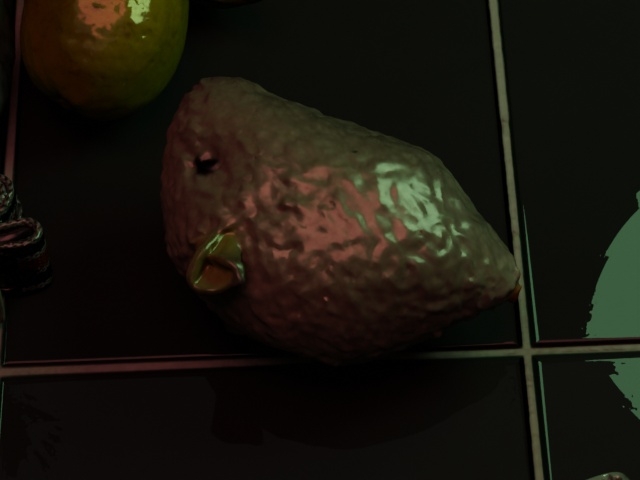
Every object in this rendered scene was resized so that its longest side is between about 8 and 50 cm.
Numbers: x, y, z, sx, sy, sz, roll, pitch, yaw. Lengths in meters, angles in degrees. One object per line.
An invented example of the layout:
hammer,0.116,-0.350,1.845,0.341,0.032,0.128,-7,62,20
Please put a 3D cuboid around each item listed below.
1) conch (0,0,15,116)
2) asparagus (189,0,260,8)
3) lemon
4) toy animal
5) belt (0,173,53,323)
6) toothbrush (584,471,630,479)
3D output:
conch,-0.419,-0.161,1.923,0.277,0.195,0.220,-43,52,3
asparagus,-0.168,-0.293,2.042,0.287,0.080,0.080,18,59,27
lemon,-0.216,-0.219,1.944,0.170,0.170,0.207,10,71,8
toy animal,0.006,0.003,1.786,0.358,0.188,0.226,21,71,13
belt,-0.437,0.036,1.836,0.359,0.094,0.126,-12,54,-8
toothbrush,0.097,0.275,1.706,0.386,0.040,0.040,-16,59,-12
